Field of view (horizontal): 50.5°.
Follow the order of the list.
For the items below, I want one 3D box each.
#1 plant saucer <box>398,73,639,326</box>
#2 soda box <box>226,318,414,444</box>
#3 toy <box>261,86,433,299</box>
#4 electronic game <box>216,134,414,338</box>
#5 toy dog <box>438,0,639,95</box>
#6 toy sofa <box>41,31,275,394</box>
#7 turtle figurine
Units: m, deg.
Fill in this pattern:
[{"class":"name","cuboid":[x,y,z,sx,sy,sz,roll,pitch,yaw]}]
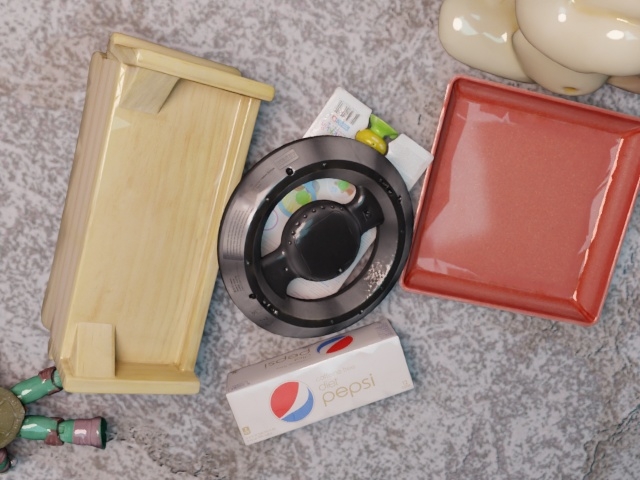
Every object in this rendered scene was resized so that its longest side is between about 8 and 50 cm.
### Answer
[{"class":"plant saucer","cuboid":[0.242,-0.044,0.817,0.259,0.048,0.258,12,100,-7]},{"class":"soda box","cuboid":[-0.002,0.171,0.826,0.216,0.069,0.074,-19,103,-1]},{"class":"toy","cuboid":[0.005,-0.042,0.789,0.137,0.056,0.237,34,100,-11]},{"class":"electronic game","cuboid":[0.000,0.000,0.735,0.229,0.048,0.229,-9,112,-23]},{"class":"toy dog","cuboid":[0.330,-0.233,0.601,0.395,0.408,0.284,35,97,-11]},{"class":"toy sofa","cuboid":[-0.189,-0.027,0.744,0.150,0.177,0.363,9,101,-32]},{"class":"turtle figurine","cuboid":[-0.372,0.199,0.778,0.234,0.118,0.175,-5,102,-10]}]
